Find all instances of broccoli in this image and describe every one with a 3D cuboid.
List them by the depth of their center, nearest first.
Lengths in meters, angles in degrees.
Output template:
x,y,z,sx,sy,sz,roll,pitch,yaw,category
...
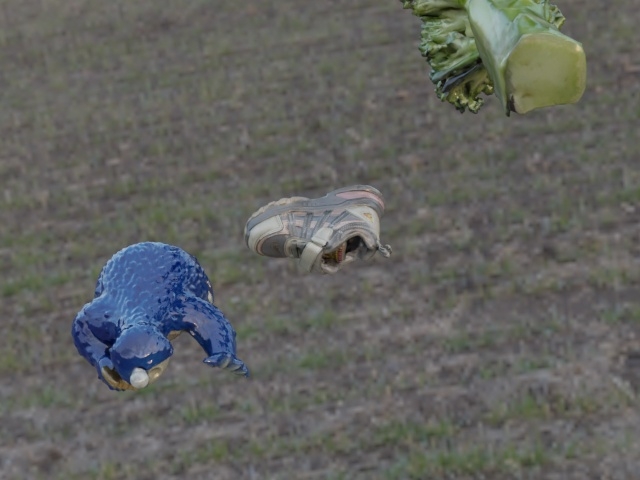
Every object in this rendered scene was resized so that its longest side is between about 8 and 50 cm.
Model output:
x,y,z,sx,sy,sz,roll,pitch,yaw,category
0.201,-0.256,1.473,0.221,0.252,0.361,13,5,-11,broccoli

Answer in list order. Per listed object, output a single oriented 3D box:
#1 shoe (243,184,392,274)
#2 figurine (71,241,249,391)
x,y,z,sx,sy,sz,roll,pitch,yaw,category
0.000,0.000,1.685,0.180,0.089,0.092,-12,56,-7,shoe
-0.176,0.071,1.426,0.164,0.121,0.262,-9,20,-12,figurine
